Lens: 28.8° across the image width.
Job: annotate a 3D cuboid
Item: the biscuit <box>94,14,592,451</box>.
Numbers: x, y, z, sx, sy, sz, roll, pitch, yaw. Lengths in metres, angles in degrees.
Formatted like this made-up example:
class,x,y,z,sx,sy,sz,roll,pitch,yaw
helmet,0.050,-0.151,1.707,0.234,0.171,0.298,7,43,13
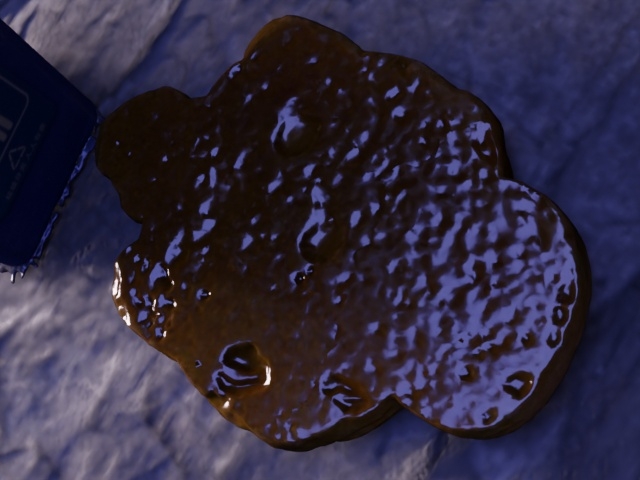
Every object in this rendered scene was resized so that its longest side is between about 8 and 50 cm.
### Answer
class,x,y,z,sx,sy,sz,roll,pitch,yaw
biscuit,0.000,0.000,0.649,0.290,0.041,0.208,28,88,24

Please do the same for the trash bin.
class,x,y,z,sx,sy,sz,roll,pitch,yaw
trash bin,-0.240,-0.078,0.650,0.184,0.234,0.162,23,85,23
